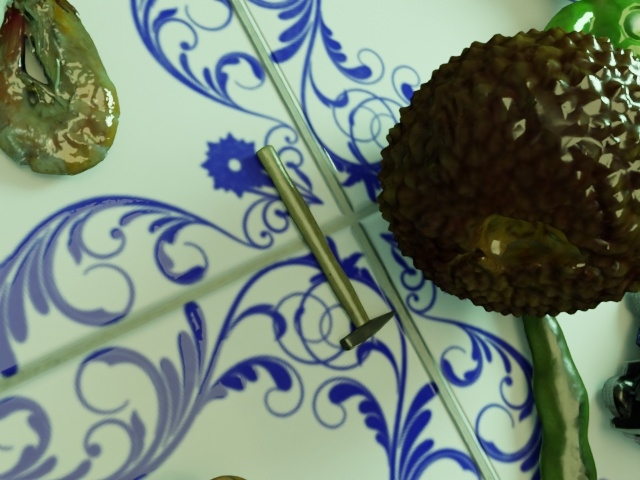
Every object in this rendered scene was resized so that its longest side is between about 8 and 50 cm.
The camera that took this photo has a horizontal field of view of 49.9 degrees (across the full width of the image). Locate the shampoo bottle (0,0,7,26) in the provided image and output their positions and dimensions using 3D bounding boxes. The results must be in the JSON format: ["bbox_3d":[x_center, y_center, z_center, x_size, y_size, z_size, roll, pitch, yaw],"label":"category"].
[{"bbox_3d":[-0.275,-0.226,0.540,0.077,0.045,0.151,0,72,12],"label":"shampoo bottle"}]

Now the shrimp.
[{"bbox_3d":[-0.223,-0.141,0.551,0.101,0.042,0.190,-15,81,-21],"label":"shrimp"}]

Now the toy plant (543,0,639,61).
[{"bbox_3d":[0.359,-0.270,0.815,0.224,0.184,0.315,6,87,-19],"label":"toy plant"}]

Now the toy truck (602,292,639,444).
[{"bbox_3d":[0.416,0.113,0.725,0.155,0.124,0.267,38,60,-15],"label":"toy truck"}]

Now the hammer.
[{"bbox_3d":[0.000,0.000,0.626,0.062,0.013,0.198,-28,87,-30],"label":"hammer"}]

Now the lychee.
[{"bbox_3d":[0.191,-0.066,0.614,0.268,0.267,0.267,8,71,-23],"label":"lychee"}]

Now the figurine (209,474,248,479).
[{"bbox_3d":[-0.109,0.234,0.408,0.236,0.133,0.175,12,66,-36],"label":"figurine"}]

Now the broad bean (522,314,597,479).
[{"bbox_3d":[0.232,0.167,0.666,0.060,0.043,0.297,1,72,-13],"label":"broad bean"}]
